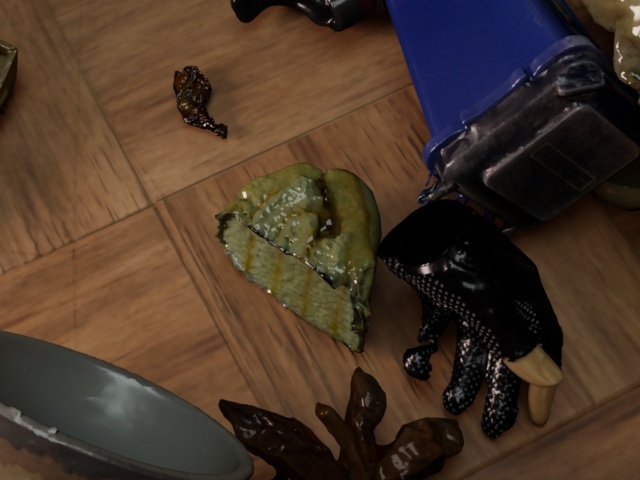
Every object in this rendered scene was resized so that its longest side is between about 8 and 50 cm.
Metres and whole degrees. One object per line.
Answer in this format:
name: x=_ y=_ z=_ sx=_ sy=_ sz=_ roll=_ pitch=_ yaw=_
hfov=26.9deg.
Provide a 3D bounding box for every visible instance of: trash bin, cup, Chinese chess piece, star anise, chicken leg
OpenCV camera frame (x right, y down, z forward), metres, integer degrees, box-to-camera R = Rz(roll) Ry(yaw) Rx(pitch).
trash bin: x=0.145 y=-0.138 z=1.098 sx=0.184 sy=0.162 sz=0.234 roll=-37 pitch=52 yaw=22
cup: x=-0.217 y=0.202 z=0.918 sx=0.257 sy=0.227 sz=0.301 roll=-64 pitch=31 yaw=4
Chinese chess piece: x=0.262 y=-0.067 z=1.133 sx=0.084 sy=0.034 sz=0.084 roll=-2 pitch=60 yaw=4
star anise: x=0.030 y=0.189 z=0.969 sx=0.213 sy=0.111 sz=0.196 roll=9 pitch=83 yaw=-20
chicken leg: x=-0.110 y=-0.121 z=1.185 sx=0.036 sy=0.021 sz=0.083 roll=-15 pitch=63 yaw=-16

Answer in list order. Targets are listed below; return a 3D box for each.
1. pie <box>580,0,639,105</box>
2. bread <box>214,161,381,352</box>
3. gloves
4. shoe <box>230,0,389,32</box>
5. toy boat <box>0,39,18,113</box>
pie: x=0.293 y=-0.148 z=1.054 sx=0.075 sy=0.338 sz=0.337 roll=-39 pitch=60 yaw=26
bread: x=0.005 y=0.002 z=1.078 sx=0.156 sy=0.103 sz=0.110 roll=38 pitch=58 yaw=15
gloves: x=0.130 y=0.062 z=1.021 sx=0.129 sy=0.180 sz=0.106 roll=-15 pitch=31 yaw=45
shoe: x=0.019 y=-0.235 z=1.205 sx=0.228 sy=0.099 sz=0.112 roll=13 pitch=70 yaw=13
toy boat: x=-0.333 y=-0.087 z=1.140 sx=0.068 sy=0.088 sz=0.226 roll=24 pitch=67 yaw=15
